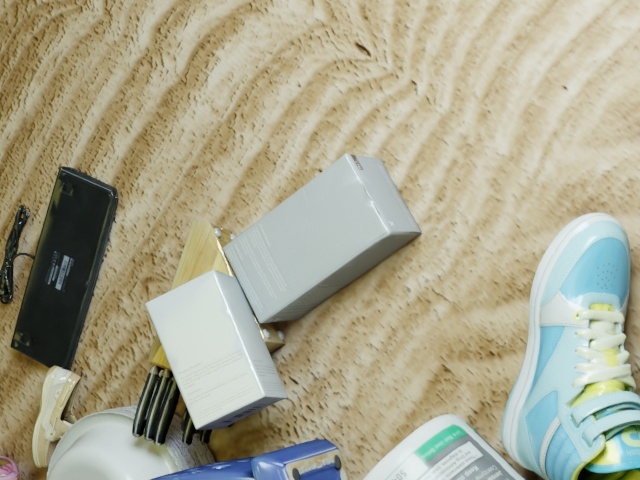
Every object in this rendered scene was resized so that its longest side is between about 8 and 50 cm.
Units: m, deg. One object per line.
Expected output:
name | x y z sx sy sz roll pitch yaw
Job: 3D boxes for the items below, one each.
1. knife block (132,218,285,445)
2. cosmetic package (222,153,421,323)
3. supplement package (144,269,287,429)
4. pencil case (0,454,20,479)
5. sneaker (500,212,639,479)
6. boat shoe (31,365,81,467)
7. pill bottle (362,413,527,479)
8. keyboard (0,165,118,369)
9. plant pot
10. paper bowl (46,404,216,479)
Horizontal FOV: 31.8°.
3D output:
knife block | -0.188 0.141 1.577 0.242 0.088 0.275 -29 75 10
cosmetic package | 0.000 0.000 1.491 0.238 0.107 0.127 -33 73 25
supplement package | -0.134 0.143 1.458 0.105 0.105 0.179 -26 76 10
pencil case | -0.586 0.532 1.825 0.160 0.167 0.386 20 102 63
sneaker | 0.314 0.142 1.232 0.208 0.127 0.319 -136 53 -65
boat shoe | -0.413 0.284 1.771 0.059 0.063 0.170 13 103 7
pill bottle | 0.212 0.392 1.298 0.361 0.204 0.204 43 111 25
keyboard | -0.435 0.036 1.802 0.201 0.033 0.317 23 101 23
plant pot | -0.070 0.388 1.465 0.212 0.236 0.236 -23 78 23
paper bowl | -0.293 0.389 1.647 0.284 0.148 0.284 1 92 33
